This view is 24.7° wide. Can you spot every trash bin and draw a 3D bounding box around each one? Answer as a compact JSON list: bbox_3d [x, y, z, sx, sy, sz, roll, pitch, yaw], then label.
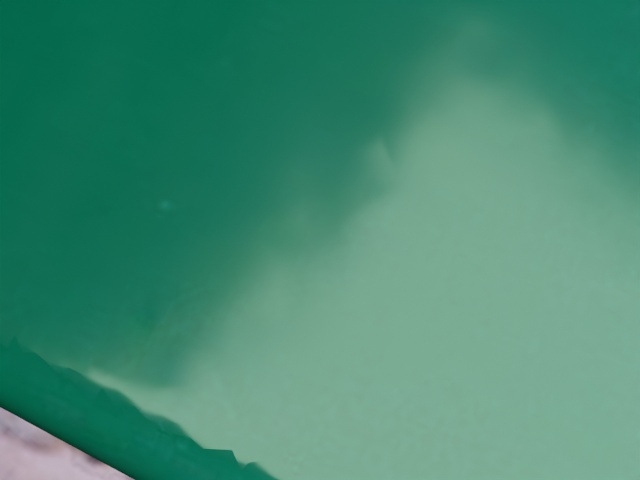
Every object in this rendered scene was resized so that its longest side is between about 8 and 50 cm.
[{"bbox_3d":[0.000,0.000,0.457,0.381,0.259,0.295,24,86,0],"label":"trash bin"}]
